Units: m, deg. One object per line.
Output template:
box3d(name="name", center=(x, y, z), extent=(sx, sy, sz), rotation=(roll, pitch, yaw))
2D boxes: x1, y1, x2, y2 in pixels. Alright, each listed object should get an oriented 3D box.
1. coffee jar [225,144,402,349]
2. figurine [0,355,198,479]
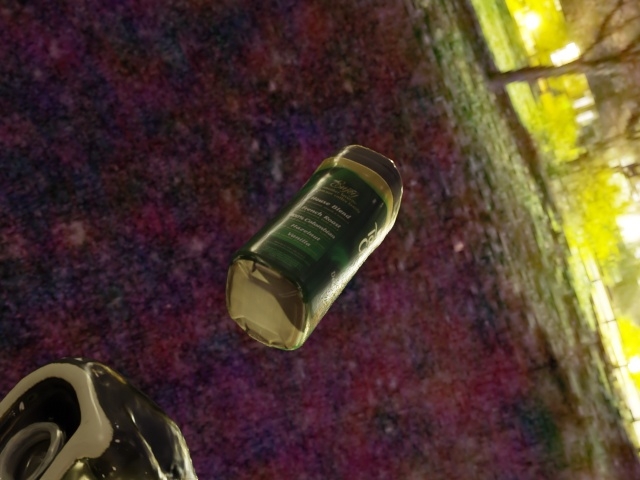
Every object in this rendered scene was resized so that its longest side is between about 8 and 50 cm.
box3d(name="coffee jar", center=(0.000, 0.000, 0.739), extent=(0.184, 0.079, 0.096), rotation=(-50, 160, -40))
box3d(name="figurine", center=(-0.025, 0.161, 0.382), extent=(0.215, 0.092, 0.209), rotation=(26, -14, 45))
